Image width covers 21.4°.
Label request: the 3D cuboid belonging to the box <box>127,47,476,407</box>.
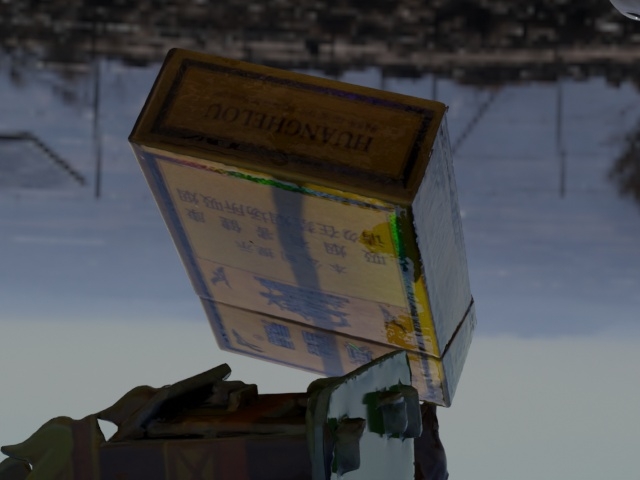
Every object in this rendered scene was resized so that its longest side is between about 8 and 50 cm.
[{"bbox_3d":[0.000,0.000,1.183,0.193,0.084,0.301,14,153,17],"label":"box"}]

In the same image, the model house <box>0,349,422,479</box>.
[{"bbox_3d":[-0.089,0.260,1.092,0.313,0.357,0.242,-4,-176,17],"label":"model house"}]

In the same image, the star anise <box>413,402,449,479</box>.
[{"bbox_3d":[0.057,0.310,1.506,0.237,0.346,0.148,2,147,37],"label":"star anise"}]

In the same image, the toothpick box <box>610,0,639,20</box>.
[{"bbox_3d":[0.282,-0.195,1.127,0.111,0.111,0.181,4,-173,-35],"label":"toothpick box"}]
